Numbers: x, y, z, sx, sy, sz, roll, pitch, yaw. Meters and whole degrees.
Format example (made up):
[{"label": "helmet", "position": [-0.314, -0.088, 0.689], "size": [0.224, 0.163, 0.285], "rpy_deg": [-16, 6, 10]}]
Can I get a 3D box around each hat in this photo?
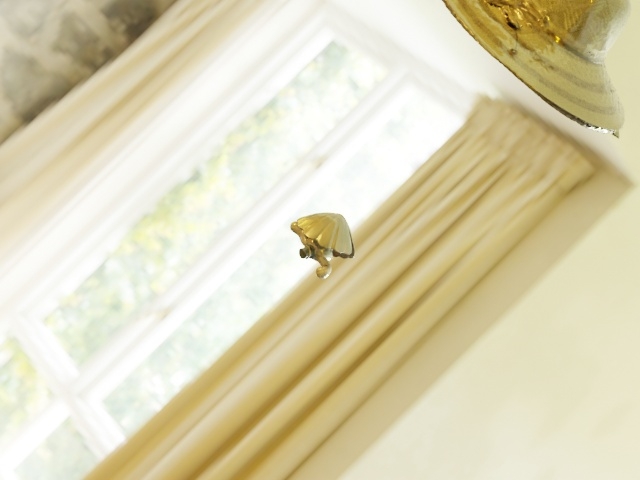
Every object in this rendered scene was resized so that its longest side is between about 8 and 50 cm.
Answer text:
[{"label": "hat", "position": [0.239, -0.225, 1.343], "size": [0.252, 0.110, 0.252], "rpy_deg": [31, 27, -18]}]

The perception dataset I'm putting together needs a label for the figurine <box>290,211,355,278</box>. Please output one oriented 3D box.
[{"label": "figurine", "position": [0.000, 0.000, 1.835], "size": [0.094, 0.082, 0.086], "rpy_deg": [33, 38, 12]}]
